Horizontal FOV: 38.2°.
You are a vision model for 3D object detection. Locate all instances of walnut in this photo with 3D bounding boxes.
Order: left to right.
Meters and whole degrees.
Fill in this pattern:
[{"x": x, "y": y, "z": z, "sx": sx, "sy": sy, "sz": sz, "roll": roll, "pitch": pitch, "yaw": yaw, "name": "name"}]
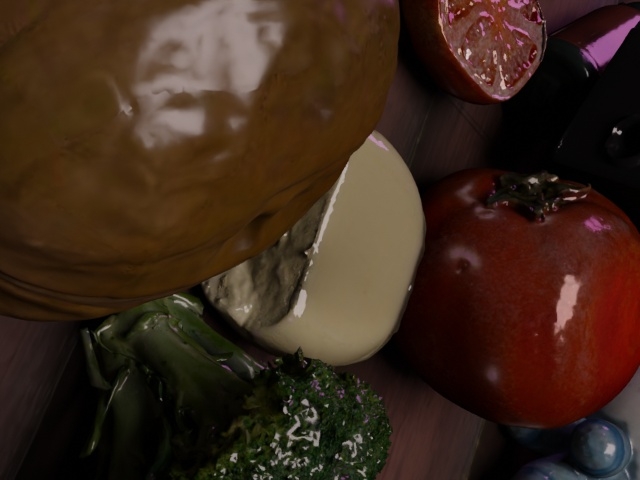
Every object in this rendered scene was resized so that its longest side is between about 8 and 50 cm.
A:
[{"x": -0.127, "y": -0.119, "z": 0.674, "sx": 0.397, "sy": 0.354, "sz": 0.308, "roll": -35, "pitch": 108, "yaw": -36, "name": "walnut"}]

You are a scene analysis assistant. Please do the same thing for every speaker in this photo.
[{"x": 0.455, "y": -0.125, "z": 1.226, "sx": 0.254, "sy": 0.184, "sz": 0.232, "roll": -56, "pitch": 143, "yaw": -12, "name": "speaker"}]

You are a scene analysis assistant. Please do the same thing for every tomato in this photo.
[{"x": 0.187, "y": -0.285, "z": 1.173, "sx": 0.236, "sy": 0.095, "sz": 0.237, "roll": 1, "pitch": 88, "yaw": -44, "name": "tomato"}, {"x": 0.246, "y": 0.065, "z": 1.134, "sx": 0.325, "sy": 0.293, "sz": 0.290, "roll": -23, "pitch": 124, "yaw": -48, "name": "tomato"}]

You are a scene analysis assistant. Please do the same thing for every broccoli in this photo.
[{"x": -0.103, "y": 0.183, "z": 0.795, "sx": 0.321, "sy": 0.304, "sz": 0.283, "roll": -32, "pitch": 75, "yaw": -10, "name": "broccoli"}]

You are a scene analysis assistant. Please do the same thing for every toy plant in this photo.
[{"x": 0.387, "y": 0.327, "z": 1.348, "sx": 0.332, "sy": 0.247, "sz": 0.247, "roll": -13, "pitch": 102, "yaw": -38, "name": "toy plant"}]

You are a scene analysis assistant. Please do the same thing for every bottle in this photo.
[{"x": 0.411, "y": -0.272, "z": 1.370, "sx": 0.336, "sy": 0.144, "sz": 0.144, "roll": -34, "pitch": 116, "yaw": -40, "name": "bottle"}]

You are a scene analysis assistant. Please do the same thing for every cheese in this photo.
[{"x": 0.000, "y": 0.000, "z": 0.980, "sx": 0.233, "sy": 0.127, "sz": 0.266, "roll": 34, "pitch": 66, "yaw": -38, "name": "cheese"}]

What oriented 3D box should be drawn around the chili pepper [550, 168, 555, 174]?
[{"x": 0.438, "y": -0.130, "z": 1.436, "sx": 0.270, "sy": 0.099, "sz": 0.136, "roll": -46, "pitch": 143, "yaw": -35, "name": "chili pepper"}]
